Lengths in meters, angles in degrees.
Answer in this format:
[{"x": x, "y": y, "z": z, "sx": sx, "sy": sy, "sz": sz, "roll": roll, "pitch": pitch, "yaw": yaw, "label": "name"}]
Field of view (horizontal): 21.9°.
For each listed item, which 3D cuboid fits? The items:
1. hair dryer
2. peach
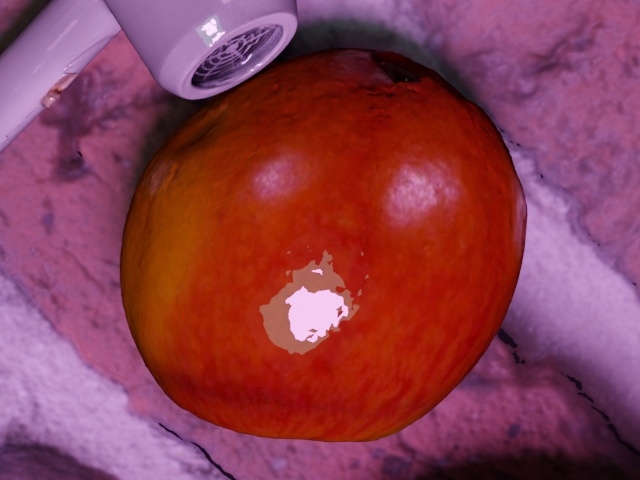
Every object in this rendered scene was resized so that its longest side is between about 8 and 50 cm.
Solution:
[{"x": -0.179, "y": -0.114, "z": 1.122, "sx": 0.357, "sy": 0.107, "sz": 0.173, "roll": -40, "pitch": 73, "yaw": 31, "label": "hair dryer"}, {"x": 0.000, "y": 0.000, "z": 1.109, "sx": 0.281, "sy": 0.238, "sz": 0.281, "roll": 0, "pitch": 88, "yaw": 13, "label": "peach"}]
